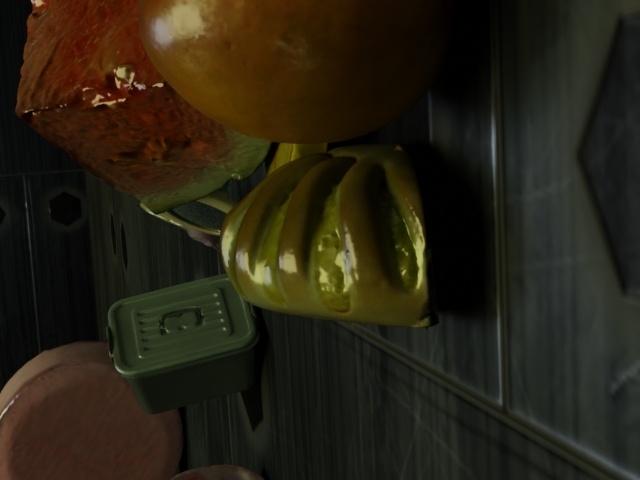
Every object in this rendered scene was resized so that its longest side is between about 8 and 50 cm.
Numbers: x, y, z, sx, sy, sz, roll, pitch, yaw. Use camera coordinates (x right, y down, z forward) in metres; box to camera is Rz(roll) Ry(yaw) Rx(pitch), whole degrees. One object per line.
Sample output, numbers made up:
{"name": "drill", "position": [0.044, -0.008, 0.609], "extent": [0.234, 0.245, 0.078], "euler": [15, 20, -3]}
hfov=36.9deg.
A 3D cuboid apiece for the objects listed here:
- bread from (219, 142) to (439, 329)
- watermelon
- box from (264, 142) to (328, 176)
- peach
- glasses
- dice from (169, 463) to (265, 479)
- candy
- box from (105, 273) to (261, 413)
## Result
{"name": "bread", "position": [0.000, 0.000, 0.449], "extent": [0.157, 0.094, 0.083], "euler": [-67, -33, -85]}
{"name": "watermelon", "position": [-0.081, -0.101, 0.535], "extent": [0.137, 0.145, 0.193], "euler": [-58, -47, -57]}
{"name": "box", "position": [-0.022, -0.089, 0.558], "extent": [0.087, 0.023, 0.155], "euler": [108, 156, -51]}
{"name": "peach", "position": [-0.009, -0.106, 0.378], "extent": [0.138, 0.138, 0.138], "euler": [175, 90, -73]}
{"name": "glasses", "position": [-0.095, -0.105, 0.712], "extent": [0.189, 0.088, 0.220], "euler": [169, 97, -77]}
{"name": "dice", "position": [-0.084, 0.245, 0.785], "extent": [0.091, 0.093, 0.094], "euler": [-126, 34, -59]}
{"name": "candy", "position": [-0.296, 0.244, 1.232], "extent": [0.094, 0.255, 0.255], "euler": [-136, 44, -65]}
{"name": "box", "position": [-0.108, 0.087, 0.785], "extent": [0.084, 0.122, 0.069], "euler": [-111, 11, -45]}
